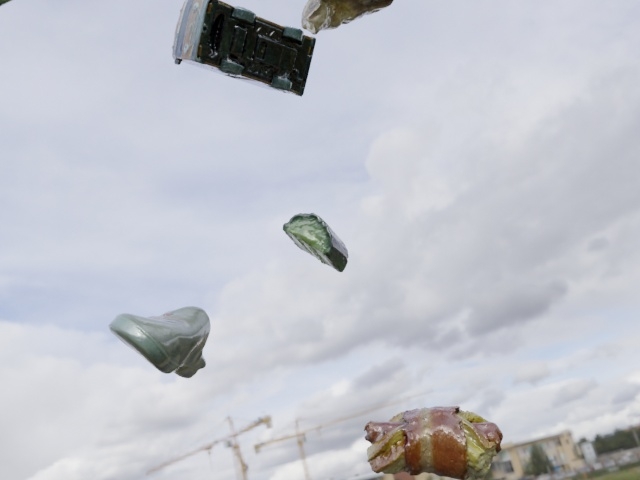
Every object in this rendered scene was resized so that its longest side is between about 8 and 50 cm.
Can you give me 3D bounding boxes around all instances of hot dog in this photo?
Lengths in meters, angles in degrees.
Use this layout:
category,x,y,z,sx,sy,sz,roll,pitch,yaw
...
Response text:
category,x,y,z,sx,sy,sz,roll,pitch,yaw
hot dog,0.174,0.305,1.118,0.213,0.103,0.146,0,11,5

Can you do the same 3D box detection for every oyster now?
category,x,y,z,sx,sy,sz,roll,pitch,yaw
oyster,0.103,-0.440,1.181,0.271,0.275,0.100,-20,-63,25

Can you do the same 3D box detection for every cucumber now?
category,x,y,z,sx,sy,sz,roll,pitch,yaw
cucumber,0.000,0.000,1.338,0.062,0.116,0.115,-57,-30,-7

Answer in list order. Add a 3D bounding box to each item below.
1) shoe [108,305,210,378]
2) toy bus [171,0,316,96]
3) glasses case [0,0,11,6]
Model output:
category,x,y,z,sx,sy,sz,roll,pitch,yaw
shoe,-0.160,0.099,0.779,0.078,0.079,0.195,-52,-15,-13
toy bus,-0.106,-0.260,0.962,0.182,0.091,0.103,8,9,-43
glasses case,-0.163,-0.272,0.567,0.272,0.095,0.062,-16,-47,19
